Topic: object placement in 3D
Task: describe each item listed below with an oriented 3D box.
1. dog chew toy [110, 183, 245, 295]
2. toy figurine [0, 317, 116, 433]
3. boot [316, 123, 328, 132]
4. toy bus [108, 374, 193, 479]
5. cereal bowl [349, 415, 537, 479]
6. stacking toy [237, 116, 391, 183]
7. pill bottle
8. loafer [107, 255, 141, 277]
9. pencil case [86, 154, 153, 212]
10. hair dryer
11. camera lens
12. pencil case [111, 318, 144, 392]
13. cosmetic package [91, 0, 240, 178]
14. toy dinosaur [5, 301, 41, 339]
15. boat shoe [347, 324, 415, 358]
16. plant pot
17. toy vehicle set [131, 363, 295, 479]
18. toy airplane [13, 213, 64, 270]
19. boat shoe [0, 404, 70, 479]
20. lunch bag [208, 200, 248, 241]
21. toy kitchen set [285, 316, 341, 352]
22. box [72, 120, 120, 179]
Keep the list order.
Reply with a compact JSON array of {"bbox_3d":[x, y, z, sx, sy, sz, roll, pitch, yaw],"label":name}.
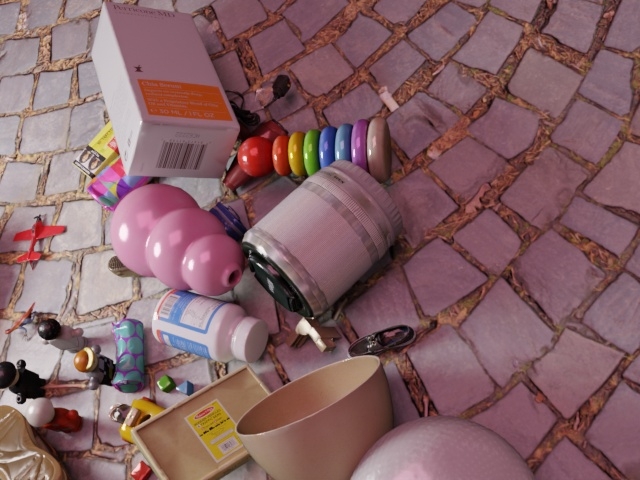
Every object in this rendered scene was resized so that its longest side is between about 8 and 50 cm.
[{"bbox_3d":[-0.289,0.011,1.673,0.332,0.206,0.206,28,77,35],"label":"dog chew toy"},{"bbox_3d":[-0.566,0.286,1.710,0.213,0.148,0.209,36,81,31],"label":"toy figurine"},{"bbox_3d":[0.013,-0.207,1.805,0.118,0.042,0.087,39,89,32],"label":"boot"},{"bbox_3d":[-0.352,0.371,1.617,0.202,0.104,0.190,-26,59,6],"label":"toy bus"},{"bbox_3d":[0.208,0.455,1.260,0.339,0.141,0.338,1,85,-10],"label":"cereal bowl"},{"bbox_3d":[-0.018,-0.190,1.729,0.331,0.141,0.141,0,65,14],"label":"stacking toy"},{"bbox_3d":[-0.225,0.182,1.651,0.222,0.124,0.124,14,71,25],"label":"pill bottle"},{"bbox_3d":[-0.407,0.054,1.825,0.148,0.050,0.056,-3,60,2],"label":"loafer"},{"bbox_3d":[-0.448,-0.170,1.920,0.236,0.104,0.104,-43,59,-2],"label":"pencil case"},{"bbox_3d":[-0.169,-0.243,1.884,0.224,0.080,0.293,-10,56,35],"label":"hair dryer"},{"bbox_3d":[0.000,0.000,1.586,0.274,0.219,0.219,-42,58,-15],"label":"camera lens"},{"bbox_3d":[-0.415,0.247,1.722,0.070,0.064,0.151,-2,61,-9],"label":"pencil case"},{"bbox_3d":[-0.369,-0.353,1.857,0.230,0.161,0.453,-1,46,-30],"label":"cosmetic package"},{"bbox_3d":[-0.696,0.186,1.857,0.082,0.090,0.047,-24,36,-29],"label":"toy dinosaur"},{"bbox_3d":[0.116,0.196,1.567,0.142,0.040,0.049,-21,60,9],"label":"boat shoe"},{"bbox_3d":[0.016,0.355,1.421,0.284,0.284,0.190,-24,94,8],"label":"plant pot"},{"bbox_3d":[-0.202,0.364,1.529,0.267,0.035,0.166,-27,58,-28],"label":"toy vehicle set"},{"bbox_3d":[-0.706,0.001,1.970,0.151,0.028,0.151,-9,62,18],"label":"toy airplane"},{"bbox_3d":[-0.604,0.461,1.656,0.342,0.123,0.123,21,59,42],"label":"boat shoe"},{"bbox_3d":[-0.212,-0.040,1.787,0.065,0.067,0.098,-42,58,-4],"label":"lunch bag"},{"bbox_3d":[-0.008,0.207,1.612,0.083,0.068,0.075,50,116,31],"label":"toy kitchen set"},{"bbox_3d":[-0.507,-0.249,2.001,0.087,0.058,0.232,36,81,31],"label":"box"}]
